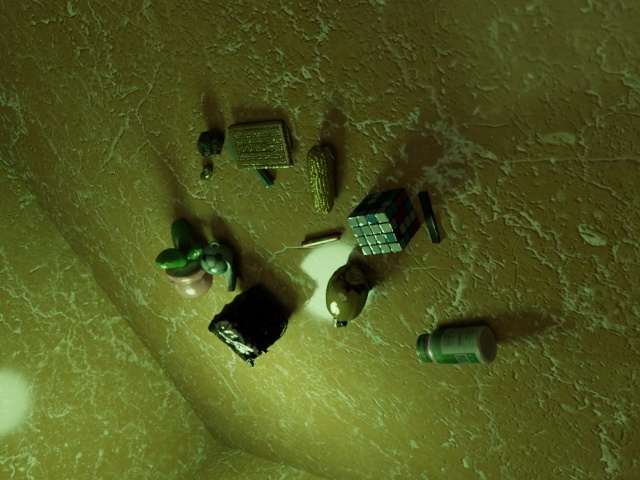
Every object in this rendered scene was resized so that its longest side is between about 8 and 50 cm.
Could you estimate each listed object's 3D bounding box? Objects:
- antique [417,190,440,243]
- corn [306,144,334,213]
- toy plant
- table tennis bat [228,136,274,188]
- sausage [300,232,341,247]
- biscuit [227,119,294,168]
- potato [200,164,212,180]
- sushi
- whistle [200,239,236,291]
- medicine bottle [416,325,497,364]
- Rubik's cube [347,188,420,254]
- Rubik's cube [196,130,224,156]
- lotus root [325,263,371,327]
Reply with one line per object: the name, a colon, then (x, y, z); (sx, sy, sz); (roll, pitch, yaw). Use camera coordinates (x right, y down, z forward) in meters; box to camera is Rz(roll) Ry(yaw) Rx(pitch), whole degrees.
antique: (0.351, -0.072, 1.562); (0.031, 0.015, 0.192); (2, 125, 38)
corn: (0.004, -0.206, 1.660); (0.091, 0.091, 0.260); (-127, 24, -47)
toy plant: (-0.647, 0.120, 2.313); (0.210, 0.317, 0.356); (2, 132, 5)
table tennis bat: (-0.258, -0.300, 1.822); (0.153, 0.040, 0.244); (-28, 102, 45)
sausage: (0.000, 0.000, 1.885); (0.223, 0.029, 0.029); (-13, 116, 43)
biscuit: (-0.216, -0.337, 1.735); (0.254, 0.029, 0.172); (3, 117, 31)
potato: (-0.469, -0.275, 2.001); (0.092, 0.045, 0.047); (-52, 51, 47)
sushi: (-0.333, 0.400, 2.298); (0.294, 0.299, 0.281); (43, 167, 2)
whistle: (-0.477, 0.110, 2.258); (0.163, 0.163, 0.290); (23, 135, 21)
medicine bottle: (0.486, 0.385, 1.763); (0.274, 0.133, 0.133); (-18, 112, 45)
Rubik's cube: (0.208, -0.059, 1.583); (0.154, 0.151, 0.155); (-7, 120, 43)
Rubik's cube: (-0.419, -0.367, 1.845); (0.111, 0.111, 0.093); (-3, 95, 39)
lotus root: (0.098, 0.227, 1.890); (0.182, 0.183, 0.310); (27, 138, 16)
